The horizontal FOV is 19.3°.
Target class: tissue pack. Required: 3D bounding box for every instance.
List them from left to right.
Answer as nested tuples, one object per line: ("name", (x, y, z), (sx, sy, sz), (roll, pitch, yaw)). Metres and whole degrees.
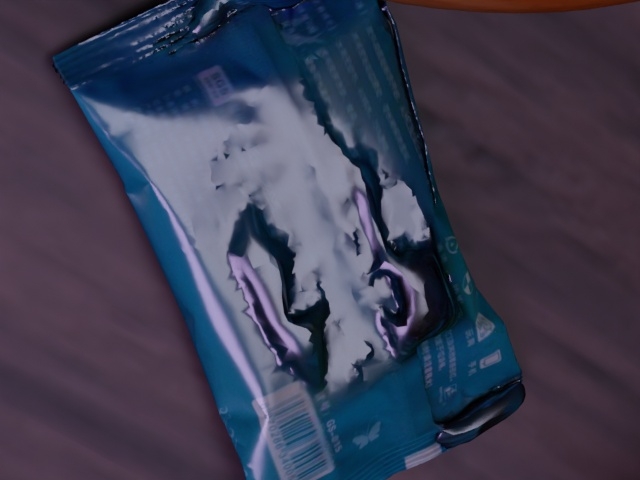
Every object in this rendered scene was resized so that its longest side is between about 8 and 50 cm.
("tissue pack", (0.000, 0.000, 0.457), (0.085, 0.028, 0.138), (-27, 106, -16))

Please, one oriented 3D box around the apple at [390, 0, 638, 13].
("apple", (0.002, -0.165, 0.314), (0.241, 0.242, 0.242), (16, 93, -23))
